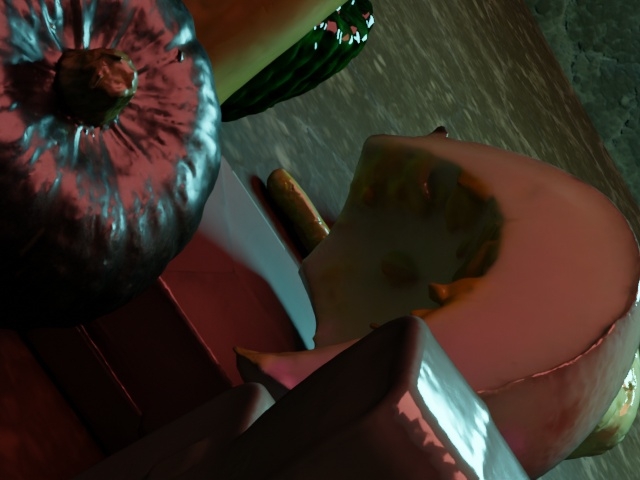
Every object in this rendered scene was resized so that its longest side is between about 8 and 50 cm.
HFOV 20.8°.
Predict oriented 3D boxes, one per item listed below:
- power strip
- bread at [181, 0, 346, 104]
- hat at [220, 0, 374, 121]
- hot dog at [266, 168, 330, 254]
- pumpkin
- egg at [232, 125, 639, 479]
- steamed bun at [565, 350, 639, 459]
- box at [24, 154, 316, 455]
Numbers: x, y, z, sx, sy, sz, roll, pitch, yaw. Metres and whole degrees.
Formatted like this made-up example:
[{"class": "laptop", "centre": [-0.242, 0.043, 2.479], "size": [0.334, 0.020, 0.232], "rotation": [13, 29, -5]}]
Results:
[{"class": "power strip", "centre": [-0.033, 0.156, 0.689], "size": [0.141, 0.261, 0.229], "rotation": [55, 18, -14]}, {"class": "bread", "centre": [-0.105, -0.283, 1.017], "size": [0.361, 0.394, 0.250], "rotation": [40, 11, -42]}, {"class": "hat", "centre": [-0.003, -0.242, 1.273], "size": [0.242, 0.332, 0.274], "rotation": [52, 22, -22]}, {"class": "hot dog", "centre": [0.000, 0.001, 1.403], "size": [0.137, 0.028, 0.044], "rotation": [57, -8, -21]}, {"class": "pumpkin", "centre": [-0.141, -0.062, 0.865], "size": [0.212, 0.152, 0.211], "rotation": [26, 59, -53]}, {"class": "egg", "centre": [0.074, 0.070, 0.976], "size": [0.271, 0.206, 0.161], "rotation": [-73, 165, -55]}, {"class": "steamed bun", "centre": [0.159, 0.072, 1.524], "size": [0.273, 0.166, 0.232], "rotation": [37, 41, -40]}, {"class": "box", "centre": [-0.056, 0.077, 1.037], "size": [0.215, 0.086, 0.215], "rotation": [57, 18, -14]}]
